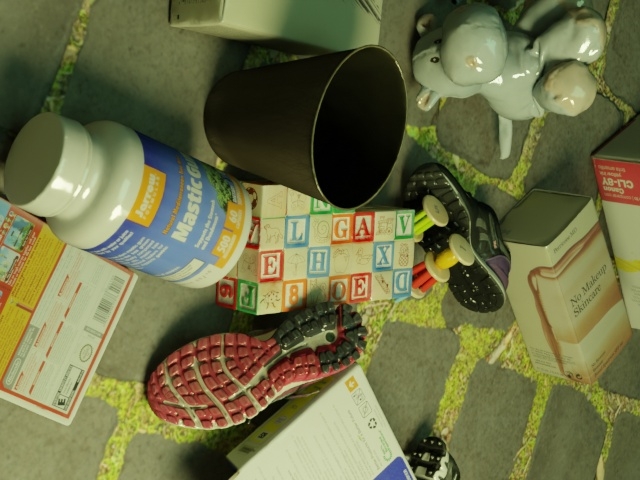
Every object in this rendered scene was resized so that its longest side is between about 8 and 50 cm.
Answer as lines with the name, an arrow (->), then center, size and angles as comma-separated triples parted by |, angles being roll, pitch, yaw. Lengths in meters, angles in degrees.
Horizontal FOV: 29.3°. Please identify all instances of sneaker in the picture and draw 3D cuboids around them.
sneaker -> -0.082, 0.176, 1.612 | 0.299, 0.112, 0.121 | -15, 76, -20
sneaker -> 0.217, -0.027, 1.913 | 0.283, 0.107, 0.124 | 61, 39, -33
sneaker -> 0.155, 0.427, 1.893 | 0.106, 0.078, 0.234 | 45, 64, -37

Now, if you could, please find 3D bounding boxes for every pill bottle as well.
pill bottle -> -0.223, -0.050, 1.426 | 0.272, 0.152, 0.152 | 24, 80, -44

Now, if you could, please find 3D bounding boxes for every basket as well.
basket -> -0.028, -0.150, 1.546 | 0.154, 0.226, 0.204 | 25, 80, -44

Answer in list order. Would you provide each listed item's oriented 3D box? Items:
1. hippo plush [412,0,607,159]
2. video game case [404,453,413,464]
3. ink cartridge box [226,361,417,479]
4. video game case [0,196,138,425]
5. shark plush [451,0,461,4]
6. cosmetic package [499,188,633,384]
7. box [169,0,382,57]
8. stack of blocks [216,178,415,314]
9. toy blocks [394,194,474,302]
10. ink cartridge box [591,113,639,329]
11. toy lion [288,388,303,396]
hippo plush -> 0.259, -0.292, 1.835 | 0.236, 0.294, 0.234 | 13, 74, -19
video game case -> 0.071, 0.415, 1.879 | 0.201, 0.023, 0.184 | 14, 87, -44
ink cartridge box -> -0.002, 0.375, 1.683 | 0.307, 0.072, 0.304 | -37, 113, -29
video game case -> -0.356, 0.072, 1.407 | 0.285, 0.025, 0.204 | 35, 73, -42
shark plush -> 0.253, -0.409, 1.883 | 0.161, 0.067, 0.073 | -24, 113, -39
cosmetic package -> 0.410, 0.078, 2.075 | 0.153, 0.129, 0.296 | -43, 124, -29
box -> -0.052, -0.298, 1.579 | 0.275, 0.113, 0.094 | 4, 93, -46
stack of blocks -> 0.000, 0.000, 1.694 | 0.297, 0.087, 0.171 | -3, 99, -44
toy blocks -> 0.138, 0.020, 1.826 | 0.123, 0.148, 0.054 | 56, 31, 4
ink cartridge box -> 0.677, -0.047, 2.289 | 0.279, 0.160, 0.385 | -38, 121, -33
toy lion -> -0.033, 0.176, 1.736 | 0.096, 0.034, 0.100 | 34, 73, -49
